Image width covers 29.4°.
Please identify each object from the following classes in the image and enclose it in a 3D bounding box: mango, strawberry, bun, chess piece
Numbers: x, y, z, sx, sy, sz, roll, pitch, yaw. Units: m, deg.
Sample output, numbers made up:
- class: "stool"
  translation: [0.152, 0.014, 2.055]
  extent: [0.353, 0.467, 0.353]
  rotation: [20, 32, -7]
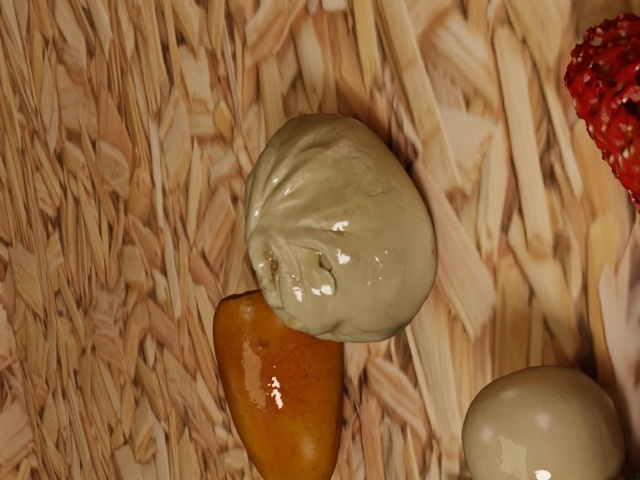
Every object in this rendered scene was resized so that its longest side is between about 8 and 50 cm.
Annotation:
- class: "mango"
  translation: [-0.037, 0.157, 1.262]
  extent: [0.154, 0.126, 0.252]
  rotation: [-145, 45, -66]
- class: "strawberry"
  translation: [0.207, -0.060, 0.751]
  extent: [0.188, 0.082, 0.121]
  rotation: [50, 147, 33]
- class: "bun"
  translation: [0.000, 0.000, 1.106]
  extent: [0.231, 0.133, 0.231]
  rotation: [37, 136, 46]
- class: "chess piece"
  translation: [0.186, 0.238, 0.876]
  extent: [0.167, 0.167, 0.300]
  rotation: [-36, 69, 61]

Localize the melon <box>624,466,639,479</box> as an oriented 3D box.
- class: "melon"
  translation: [0.258, 0.188, 0.680]
  extent: [0.287, 0.182, 0.182]
  rotation: [-36, 73, 59]
